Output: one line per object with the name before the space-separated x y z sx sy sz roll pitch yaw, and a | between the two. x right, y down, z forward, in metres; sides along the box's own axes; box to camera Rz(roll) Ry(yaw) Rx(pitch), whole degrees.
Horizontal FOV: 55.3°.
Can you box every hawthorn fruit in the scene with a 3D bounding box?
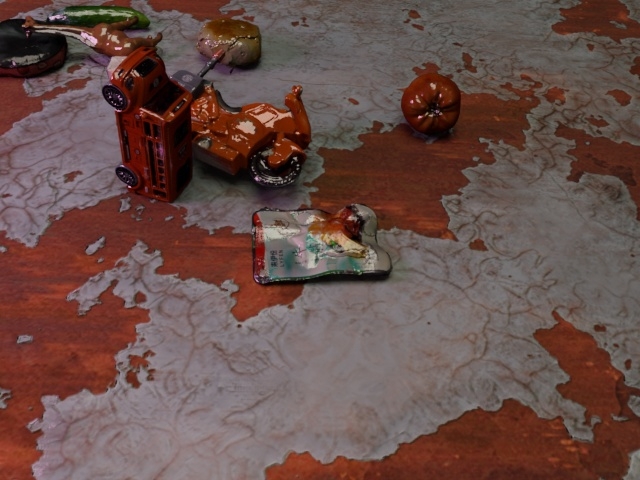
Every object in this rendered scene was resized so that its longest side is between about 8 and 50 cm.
hawthorn fruit | 0.223 -0.281 1.261 0.125 0.125 0.140 -22 21 -24

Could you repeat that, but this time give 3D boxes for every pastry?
pastry | -0.203 -0.450 1.380 0.153 0.081 0.153 0 48 0

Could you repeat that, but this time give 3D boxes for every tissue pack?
tissue pack | -0.382 -0.317 1.231 0.074 0.094 0.059 1 49 -2

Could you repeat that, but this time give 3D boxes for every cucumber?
cucumber | -0.525 -0.518 1.419 0.250 0.056 0.056 -5 49 -14

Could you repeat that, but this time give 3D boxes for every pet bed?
pet bed | -0.648 -0.419 1.321 0.201 0.053 0.201 3 49 -3

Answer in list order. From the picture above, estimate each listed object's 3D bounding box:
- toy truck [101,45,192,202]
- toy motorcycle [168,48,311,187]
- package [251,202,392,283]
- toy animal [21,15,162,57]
toy truck | -0.277 -0.188 1.024 0.114 0.253 0.107 22 50 8
toy motorcycle | -0.150 -0.225 1.146 0.325 0.148 0.221 26 59 14
package | 0.000 0.000 1.031 0.231 0.040 0.166 -1 49 -6
toy animal | -0.491 -0.449 1.329 0.224 0.066 0.230 38 50 8
